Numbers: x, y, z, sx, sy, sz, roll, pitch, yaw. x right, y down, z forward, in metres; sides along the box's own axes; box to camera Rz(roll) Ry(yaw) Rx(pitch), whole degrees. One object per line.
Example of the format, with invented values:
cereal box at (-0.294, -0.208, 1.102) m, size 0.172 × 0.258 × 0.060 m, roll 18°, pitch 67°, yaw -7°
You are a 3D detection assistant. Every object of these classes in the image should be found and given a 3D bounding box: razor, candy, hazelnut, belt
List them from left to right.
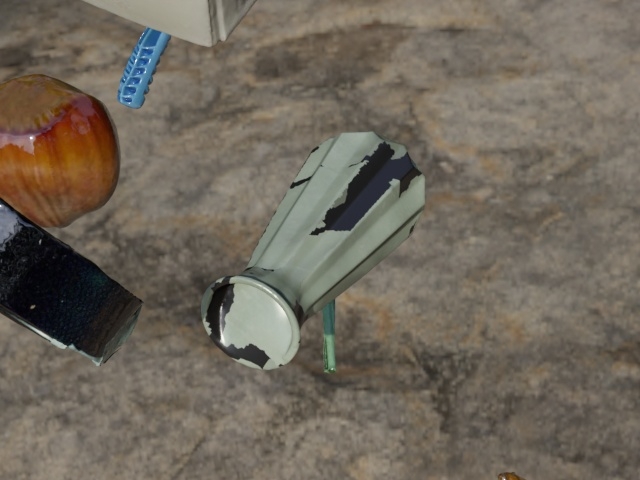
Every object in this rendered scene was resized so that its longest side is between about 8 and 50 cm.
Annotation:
belt at (-0.240, 0.027, 0.853) m, size 0.078 × 0.198 × 0.151 m, roll -57°, pitch 19°, yaw -9°
hazelnut at (-0.379, -0.126, 1.430) m, size 0.210 × 0.210 × 0.186 m, roll -7°, pitch 56°, yaw -6°
razor at (-0.173, -0.270, 1.188) m, size 0.082 × 0.253 × 0.042 m, roll 25°, pitch 4°, yaw 34°
candy at (0.012, 0.095, 1.494) m, size 0.093 × 0.092 × 0.335 m, roll 16°, pitch 26°, yaw -10°

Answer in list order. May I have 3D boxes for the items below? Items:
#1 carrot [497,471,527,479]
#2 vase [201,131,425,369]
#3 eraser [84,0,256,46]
carrot at (0.260, 0.312, 1.206) m, size 0.061 × 0.256 × 0.061 m, roll -16°, pitch 51°, yaw 21°
vase at (0.000, 0.000, 1.200) m, size 0.165 × 0.165 × 0.360 m, roll 11°, pitch 33°, yaw 21°
eraser at (-0.062, -0.270, 0.751) m, size 0.124 × 0.081 × 0.279 m, roll 23°, pitch 59°, yaw 14°
